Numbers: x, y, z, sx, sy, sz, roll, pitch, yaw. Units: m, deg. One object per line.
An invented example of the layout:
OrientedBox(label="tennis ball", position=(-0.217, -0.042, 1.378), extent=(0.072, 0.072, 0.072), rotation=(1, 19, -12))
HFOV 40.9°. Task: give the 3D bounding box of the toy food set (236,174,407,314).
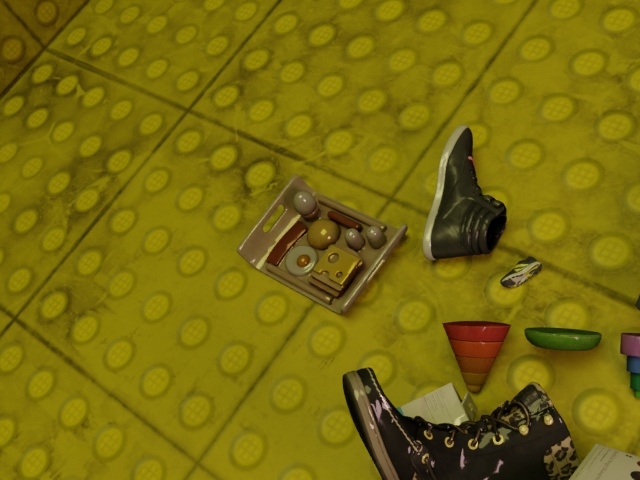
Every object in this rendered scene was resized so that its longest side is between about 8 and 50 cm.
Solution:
OrientedBox(label="toy food set", position=(0.000, 0.000, 1.770), extent=(0.306, 0.092, 0.220), rotation=(27, 72, 36))

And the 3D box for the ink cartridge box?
OrientedBox(label="ink cartridge box", position=(0.203, 0.317, 1.469), extent=(0.143, 0.092, 0.090), rotation=(-27, 53, 7))

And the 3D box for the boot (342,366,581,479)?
OrientedBox(label="boot", position=(0.222, 0.304, 1.330), extent=(0.284, 0.377, 0.138), rotation=(-29, 15, -1))

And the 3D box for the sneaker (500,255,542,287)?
OrientedBox(label="sneaker", position=(0.372, 0.059, 1.605), extent=(0.083, 0.031, 0.035), rotation=(-27, 38, 1))

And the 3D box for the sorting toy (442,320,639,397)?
OrientedBox(label="sorting toy", position=(0.387, 0.211, 1.472), extent=(0.365, 0.127, 0.126), rotation=(3, 90, 23))

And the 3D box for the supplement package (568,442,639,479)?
OrientedBox(label="supplement package", position=(0.447, 0.414, 1.203), extent=(0.203, 0.194, 0.149), rotation=(13, 109, 31))

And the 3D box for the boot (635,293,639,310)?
OrientedBox(label="boot", position=(0.737, -0.035, 1.335), extent=(0.367, 0.146, 0.445), rotation=(15, 74, 52))

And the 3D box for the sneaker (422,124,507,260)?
OrientedBox(label="sneaker", position=(0.304, -0.092, 1.691), extent=(0.147, 0.104, 0.295), rotation=(5, 67, 25))
